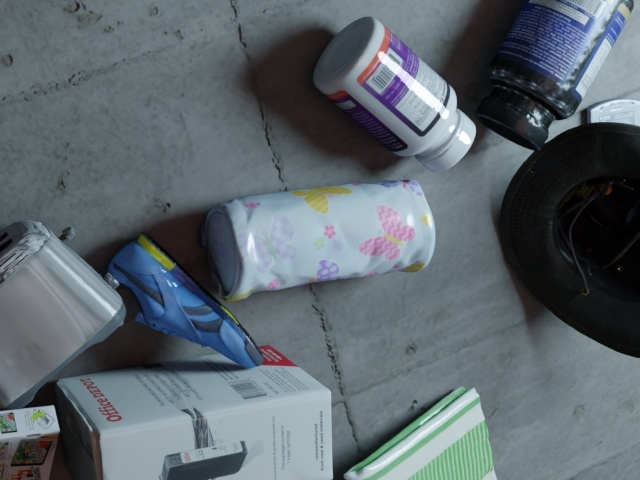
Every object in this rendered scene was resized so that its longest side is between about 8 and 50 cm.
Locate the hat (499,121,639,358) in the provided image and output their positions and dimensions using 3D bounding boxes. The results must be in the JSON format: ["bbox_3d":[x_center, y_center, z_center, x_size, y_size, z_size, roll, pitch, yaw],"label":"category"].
[{"bbox_3d":[0.407,-0.016,1.766,0.134,0.331,0.331,-42,123,-56],"label":"hat"}]

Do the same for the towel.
[{"bbox_3d":[0.155,0.384,1.787,0.248,0.038,0.324,-31,115,-36],"label":"towel"}]

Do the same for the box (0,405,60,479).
[{"bbox_3d":[-0.357,0.260,1.507,0.114,0.036,0.207,-3,140,-23],"label":"box"}]

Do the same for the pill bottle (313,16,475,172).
[{"bbox_3d":[0.093,-0.168,1.634,0.193,0.108,0.108,39,85,-26],"label":"pill bottle"}]

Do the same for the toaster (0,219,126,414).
[{"bbox_3d":[-0.337,0.084,1.493,0.227,0.129,0.146,-40,110,-7],"label":"toaster"}]

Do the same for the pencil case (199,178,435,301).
[{"bbox_3d":[0.000,0.000,1.628,0.273,0.113,0.124,-10,114,-22],"label":"pencil case"}]

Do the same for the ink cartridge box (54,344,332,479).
[{"bbox_3d":[-0.148,0.215,1.564,0.273,0.197,0.114,-7,104,-22],"label":"ink cartridge box"}]

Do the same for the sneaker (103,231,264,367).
[{"bbox_3d":[-0.159,0.086,1.584,0.209,0.069,0.082,43,87,-6],"label":"sneaker"}]

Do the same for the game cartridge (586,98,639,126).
[{"bbox_3d":[0.391,-0.160,1.818,0.083,0.017,0.056,-10,109,-22],"label":"game cartridge"}]

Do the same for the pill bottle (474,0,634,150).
[{"bbox_3d":[0.285,-0.227,1.697,0.123,0.123,0.219,31,89,-26],"label":"pill bottle"}]
